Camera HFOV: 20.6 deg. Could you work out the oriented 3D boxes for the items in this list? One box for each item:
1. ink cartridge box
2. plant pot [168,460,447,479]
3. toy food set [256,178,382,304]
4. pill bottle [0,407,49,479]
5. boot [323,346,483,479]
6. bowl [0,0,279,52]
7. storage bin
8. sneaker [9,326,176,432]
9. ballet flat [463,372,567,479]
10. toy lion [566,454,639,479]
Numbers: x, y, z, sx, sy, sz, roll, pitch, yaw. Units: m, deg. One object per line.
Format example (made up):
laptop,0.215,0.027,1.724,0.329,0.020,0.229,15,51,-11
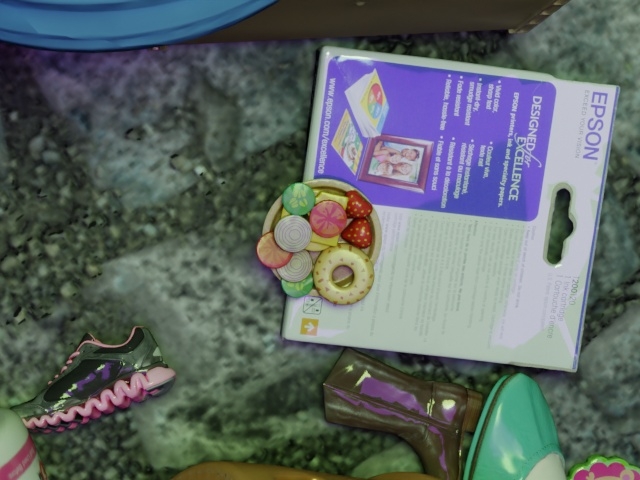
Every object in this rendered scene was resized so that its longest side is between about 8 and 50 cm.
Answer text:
ink cartridge box,0.087,-0.021,1.215,0.208,0.045,0.206,7,99,-5
plant pot,-0.016,0.263,1.107,0.203,0.291,0.291,27,97,-28
toy food set,0.000,0.000,1.178,0.083,0.020,0.083,12,100,-6
pill bottle,-0.219,0.269,1.175,0.160,0.160,0.283,-23,102,-2
boot,0.047,0.138,1.244,0.114,0.037,0.106,17,86,-11
bowl,-0.120,-0.292,0.881,0.391,0.077,0.391,0,86,-5
storage bin,0.020,-0.197,1.057,0.262,0.260,0.123,-3,87,-6
sneaker,-0.162,0.095,1.217,0.119,0.047,0.057,-20,80,-3
ballet flat,0.137,0.218,1.238,0.087,0.083,0.247,22,104,35
toy lion,0.222,0.198,1.279,0.100,0.034,0.096,-20,94,-2
